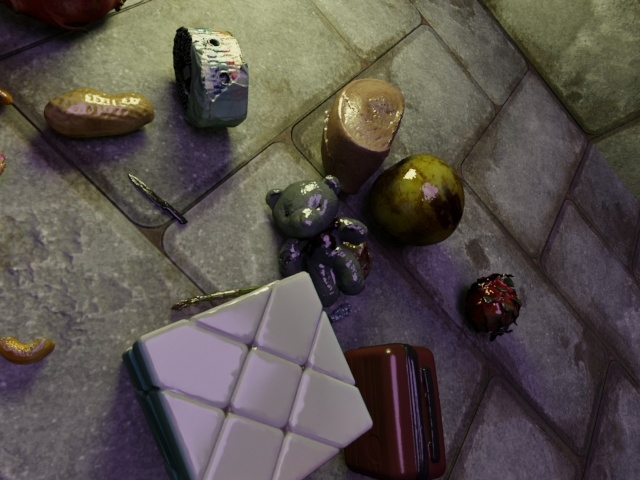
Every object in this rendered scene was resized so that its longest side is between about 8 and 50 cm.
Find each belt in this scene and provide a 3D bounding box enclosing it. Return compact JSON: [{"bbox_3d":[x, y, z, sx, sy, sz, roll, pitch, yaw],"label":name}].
[{"bbox_3d":[-0.271,-0.402,1.035,0.150,0.207,0.257,-13,72,-30],"label":"belt"}]

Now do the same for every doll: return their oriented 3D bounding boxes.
[{"bbox_3d":[-0.002,-0.003,1.058,0.246,0.158,0.340,-19,81,4],"label":"doll"}]

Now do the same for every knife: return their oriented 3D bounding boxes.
[{"bbox_3d":[-0.383,-0.096,0.979,0.170,0.010,0.023,42,51,-9],"label":"knife"}]

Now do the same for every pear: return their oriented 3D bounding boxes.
[{"bbox_3d":[0.286,-0.112,1.224,0.284,0.284,0.283,10,68,-27],"label":"pear"}]

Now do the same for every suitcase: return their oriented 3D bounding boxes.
[{"bbox_3d":[0.163,0.397,0.983,0.161,0.236,0.296,9,69,-28],"label":"suitcase"}]

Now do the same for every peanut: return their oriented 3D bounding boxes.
[{"bbox_3d":[-0.489,-0.289,0.933,0.226,0.095,0.108,-14,84,-34],"label":"peanut"}]

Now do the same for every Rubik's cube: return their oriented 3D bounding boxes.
[{"bbox_3d":[-0.154,0.280,0.794,0.319,0.316,0.321,-21,83,-34],"label":"Rubik's cube"}]

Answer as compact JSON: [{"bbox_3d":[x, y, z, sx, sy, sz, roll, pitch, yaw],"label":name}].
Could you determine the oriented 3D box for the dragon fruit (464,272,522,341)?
[{"bbox_3d":[0.544,0.204,1.318,0.182,0.182,0.188,22,54,-22],"label":"dragon fruit"}]

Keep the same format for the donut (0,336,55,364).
[{"bbox_3d":[-0.546,0.192,0.764,0.083,0.038,0.067,44,60,-12],"label":"donut"}]

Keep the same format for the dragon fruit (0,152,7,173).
[{"bbox_3d":[-0.717,-0.145,0.710,0.274,0.161,0.126,12,65,-28],"label":"dragon fruit"}]

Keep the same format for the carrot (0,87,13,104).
[{"bbox_3d":[-0.731,-0.335,0.836,0.210,0.061,0.061,30,60,-23],"label":"carrot"}]

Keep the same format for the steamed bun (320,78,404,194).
[{"bbox_3d":[0.094,-0.308,1.191,0.199,0.251,0.301,26,57,-10],"label":"steamed bun"}]

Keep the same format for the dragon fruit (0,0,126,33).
[{"bbox_3d":[-0.579,-0.597,0.919,0.315,0.250,0.250,3,71,-47],"label":"dragon fruit"}]

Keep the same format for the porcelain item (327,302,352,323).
[{"bbox_3d":[0.055,0.194,1.119,0.083,0.028,0.036,-21,101,-35],"label":"porcelain item"}]

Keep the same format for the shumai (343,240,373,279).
[{"bbox_3d":[0.099,0.063,1.159,0.139,0.105,0.123,-44,102,-7],"label":"shumai"}]

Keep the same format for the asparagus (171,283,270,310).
[{"bbox_3d":[-0.224,0.131,0.982,0.249,0.025,0.024,-7,119,-32],"label":"asparagus"}]
